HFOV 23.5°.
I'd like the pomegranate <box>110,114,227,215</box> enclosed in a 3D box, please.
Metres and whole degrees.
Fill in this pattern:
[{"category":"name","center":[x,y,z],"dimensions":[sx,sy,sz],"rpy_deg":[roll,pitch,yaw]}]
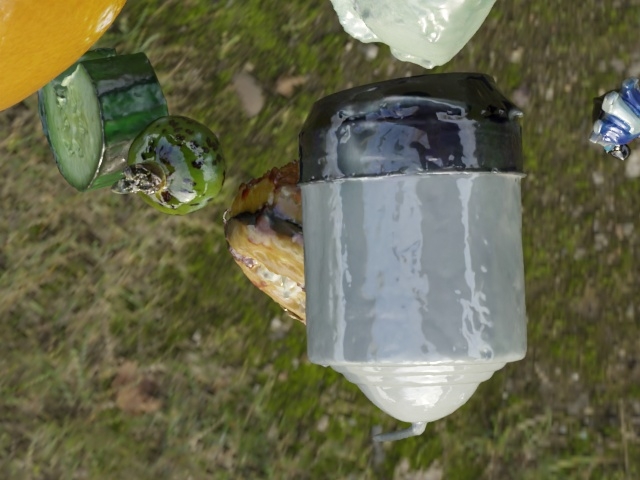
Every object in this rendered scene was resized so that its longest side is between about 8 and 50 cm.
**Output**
[{"category":"pomegranate","center":[-0.179,-0.083,1.801],"dimensions":[0.122,0.161,0.122],"rpy_deg":[12,112,30]}]

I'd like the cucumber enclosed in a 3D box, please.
[{"category":"cucumber","center":[-0.275,-0.158,1.990],"dimensions":[0.130,0.191,0.191],"rpy_deg":[-23,112,-25]}]

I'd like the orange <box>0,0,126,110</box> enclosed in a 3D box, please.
[{"category":"orange","center":[-0.139,-0.105,0.521],"dimensions":[0.156,0.156,0.124],"rpy_deg":[-28,77,19]}]

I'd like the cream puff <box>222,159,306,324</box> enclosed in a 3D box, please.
[{"category":"cream puff","center":[-0.001,0.000,1.866],"dimensions":[0.240,0.240,0.164],"rpy_deg":[35,73,-5]}]

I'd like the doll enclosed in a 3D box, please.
[{"category":"doll","center":[0.371,-0.152,1.921],"dimensions":[0.070,0.195,0.096],"rpy_deg":[34,90,21]}]

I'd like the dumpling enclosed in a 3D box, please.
[{"category":"dumpling","center":[0.076,-0.211,1.148],"dimensions":[0.149,0.105,0.216],"rpy_deg":[-3,150,-30]}]

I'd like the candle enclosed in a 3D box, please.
[{"category":"candle","center":[0.090,0.023,1.455],"dimensions":[0.221,0.221,0.342],"rpy_deg":[-4,87,11]}]
